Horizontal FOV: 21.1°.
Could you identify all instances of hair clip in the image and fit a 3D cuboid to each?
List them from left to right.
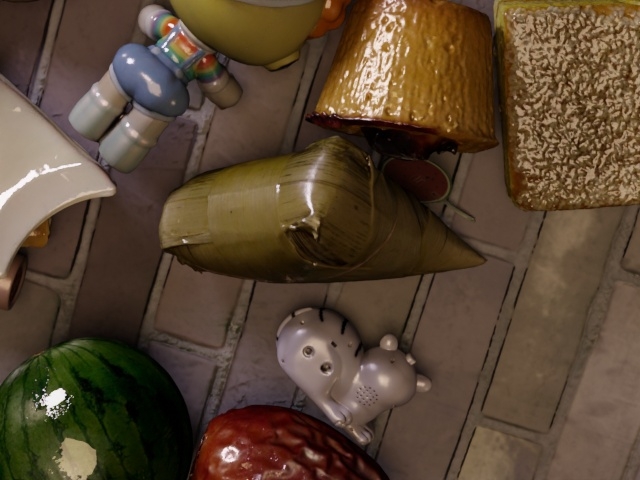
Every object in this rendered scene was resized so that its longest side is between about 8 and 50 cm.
[{"bbox_3d":[-0.383,-0.110,1.949,0.172,0.113,0.282,-39,92,-10],"label":"hair clip"}]

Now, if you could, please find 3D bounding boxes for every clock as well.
[{"bbox_3d":[0.035,0.139,1.997,0.117,0.080,0.176,-43,97,13],"label":"clock"}]

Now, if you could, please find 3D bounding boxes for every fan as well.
[{"bbox_3d":[0.127,-0.057,1.962,0.133,0.005,0.085,36,143,-20],"label":"fan"}]

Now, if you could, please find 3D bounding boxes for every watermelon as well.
[{"bbox_3d":[-0.265,0.233,1.968,0.242,0.242,0.242,1,103,5],"label":"watermelon"}]

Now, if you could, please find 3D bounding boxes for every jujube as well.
[{"bbox_3d":[-0.033,0.287,1.985,0.243,0.183,0.183,22,104,-6],"label":"jujube"}]

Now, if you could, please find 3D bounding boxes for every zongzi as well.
[{"bbox_3d":[0.000,0.000,1.969,0.274,0.300,0.145,-9,66,40],"label":"zongzi"}]

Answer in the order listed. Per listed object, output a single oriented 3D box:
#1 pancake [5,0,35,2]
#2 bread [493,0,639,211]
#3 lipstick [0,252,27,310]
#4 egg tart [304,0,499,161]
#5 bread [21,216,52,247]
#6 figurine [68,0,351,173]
[{"bbox_3d":[-0.325,-0.408,1.895,0.294,0.049,0.294,0,91,1],"label":"pancake"},{"bbox_3d":[0.287,-0.155,1.894,0.184,0.110,0.234,-3,104,3],"label":"bread"},{"bbox_3d":[-0.477,0.013,2.021,0.254,0.070,0.070,17,104,1],"label":"lipstick"},{"bbox_3d":[0.098,-0.171,1.869,0.215,0.215,0.170,9,88,3],"label":"egg tart"},{"bbox_3d":[-0.375,-0.035,2.009,0.132,0.053,0.074,13,103,5],"label":"bread"},{"bbox_3d":[-0.118,-0.225,1.867,0.224,0.205,0.382,32,105,10],"label":"figurine"}]
